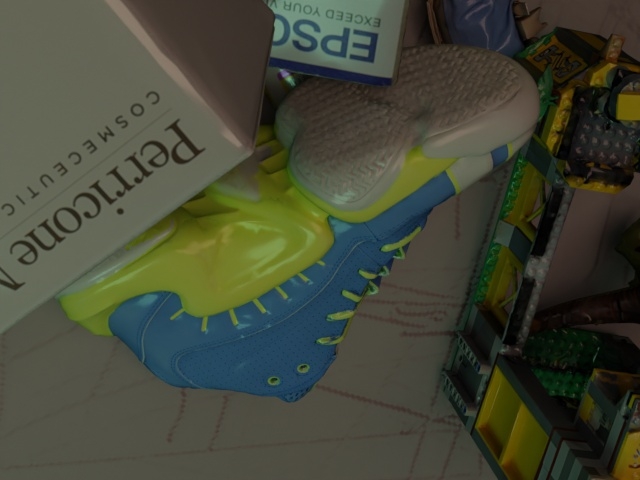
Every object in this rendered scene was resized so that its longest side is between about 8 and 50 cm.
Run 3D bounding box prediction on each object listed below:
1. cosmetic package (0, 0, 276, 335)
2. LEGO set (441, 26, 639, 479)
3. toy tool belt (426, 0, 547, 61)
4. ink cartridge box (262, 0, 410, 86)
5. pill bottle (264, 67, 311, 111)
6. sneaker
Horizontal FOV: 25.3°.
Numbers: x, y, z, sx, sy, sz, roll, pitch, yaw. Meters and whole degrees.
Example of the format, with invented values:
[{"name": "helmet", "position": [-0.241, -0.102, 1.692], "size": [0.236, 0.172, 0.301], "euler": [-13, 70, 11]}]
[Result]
[{"name": "cosmetic package", "position": [-0.201, -0.136, 0.474], "size": [0.197, 0.155, 0.365], "euler": [-36, 109, 16]}, {"name": "LEGO set", "position": [0.221, 0.046, 0.665], "size": [0.331, 0.192, 0.255], "euler": [18, 107, -20]}, {"name": "toy tool belt", "position": [0.085, -0.098, 0.699], "size": [0.052, 0.051, 0.083], "euler": [-31, 106, -8]}, {"name": "ink cartridge box", "position": [-0.100, -0.241, 0.537], "size": [0.324, 0.071, 0.330], "euler": [12, 128, 3]}, {"name": "pill bottle", "position": [0.005, -0.059, 0.688], "size": [0.043, 0.043, 0.083], "euler": [-32, 106, -8]}, {"name": "sneaker", "position": [0.000, 0.000, 0.656], "size": [0.240, 0.091, 0.126], "euler": [-19, 127, 18]}]
